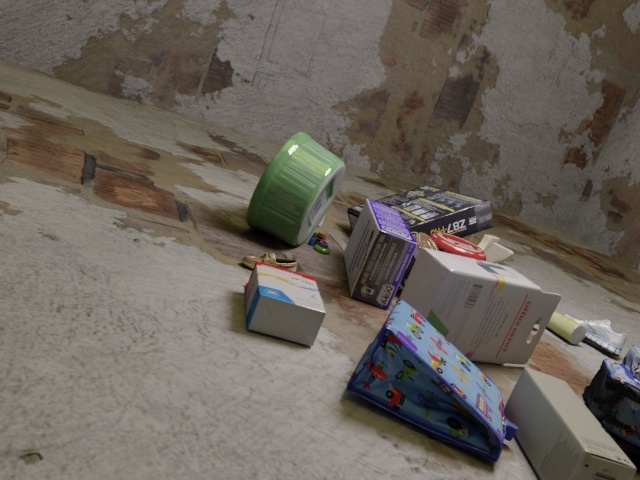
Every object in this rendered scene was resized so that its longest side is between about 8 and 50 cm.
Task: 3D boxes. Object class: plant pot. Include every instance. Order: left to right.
[{"bbox_3d":[0.354,0.080,1.843,0.191,0.174,0.191,20,13,-5],"label":"plant pot"}]

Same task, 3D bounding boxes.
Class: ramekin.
[{"bbox_3d":[-0.058,-0.132,1.820,0.148,0.303,0.303,31,16,9],"label":"ramekin"}]

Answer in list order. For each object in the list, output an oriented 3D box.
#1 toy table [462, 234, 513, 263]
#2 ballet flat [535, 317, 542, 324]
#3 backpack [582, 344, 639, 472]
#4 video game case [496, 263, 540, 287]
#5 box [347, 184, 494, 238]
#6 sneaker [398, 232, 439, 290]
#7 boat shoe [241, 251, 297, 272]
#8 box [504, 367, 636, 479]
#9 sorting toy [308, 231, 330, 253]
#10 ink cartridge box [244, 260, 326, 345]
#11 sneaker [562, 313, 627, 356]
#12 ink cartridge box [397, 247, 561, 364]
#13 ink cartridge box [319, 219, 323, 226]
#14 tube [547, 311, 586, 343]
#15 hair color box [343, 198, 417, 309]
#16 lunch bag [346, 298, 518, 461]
[{"bbox_3d":[0.475,0.052,2.120,0.252,0.161,0.274,28,16,27],"label":"toy table"},{"bbox_3d":[0.544,0.203,1.896,0.188,0.070,0.070,24,15,19],"label":"ballet flat"},{"bbox_3d":[0.671,0.342,1.300,0.263,0.213,0.276,36,15,14],"label":"backpack"},{"bbox_3d":[0.632,0.125,2.329,0.227,0.026,0.206,5,21,-44],"label":"video game case"},{"bbox_3d":[0.300,-0.073,2.087,0.318,0.097,0.395,-19,17,-15],"label":"box"},{"bbox_3d":[0.258,0.133,1.706,0.099,0.153,0.282,16,46,-32],"label":"sneaker"},{"bbox_3d":[-0.118,0.050,1.561,0.135,0.045,0.050,13,16,-25],"label":"boat shoe"},{"bbox_3d":[0.411,0.336,1.129,0.094,0.113,0.275,19,16,-8],"label":"box"},{"bbox_3d":[0.000,0.000,1.902,0.061,0.042,0.102,15,16,-20],"label":"sorting toy"},{"bbox_3d":[-0.077,0.114,1.329,0.134,0.078,0.231,17,15,-13],"label":"ink cartridge box"},{"bbox_3d":[0.807,0.259,1.949,0.190,0.083,0.071,32,-3,30],"label":"sneaker"},{"bbox_3d":[0.350,0.156,1.492,0.353,0.207,0.119,13,18,-31],"label":"ink cartridge box"},{"bbox_3d":[-0.061,-0.113,2.129,0.143,0.090,0.092,13,17,-24],"label":"ink cartridge box"},{"bbox_3d":[0.677,0.228,1.970,0.240,0.062,0.070,36,-24,59],"label":"tube"},{"bbox_3d":[0.147,0.025,1.731,0.110,0.185,0.339,20,15,-6],"label":"hair color box"},{"bbox_3d":[0.219,0.253,1.174,0.293,0.138,0.221,32,14,8],"label":"lunch bag"}]
